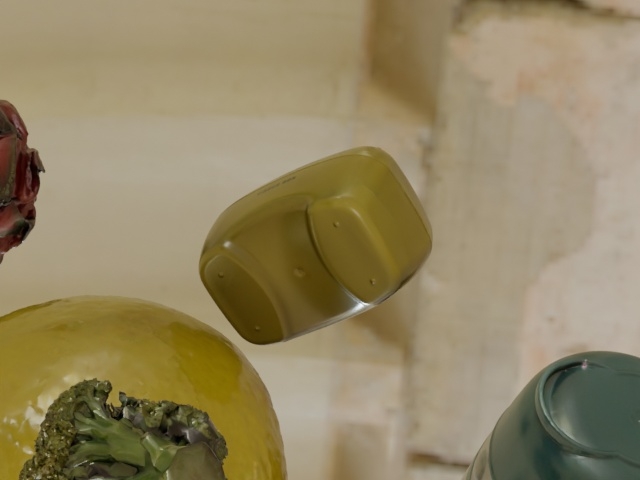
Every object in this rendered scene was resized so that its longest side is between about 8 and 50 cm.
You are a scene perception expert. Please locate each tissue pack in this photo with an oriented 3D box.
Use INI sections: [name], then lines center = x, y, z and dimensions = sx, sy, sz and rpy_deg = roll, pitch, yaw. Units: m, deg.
[tissue pack]
center = 0.000, 0.000, 1.550
dimensions = 0.123, 0.178, 0.127
rpy_deg = 58, -148, -14

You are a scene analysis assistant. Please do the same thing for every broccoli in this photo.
[broccoli]
center = -0.094, 0.138, 0.998
dimensions = 0.120, 0.130, 0.131
rpy_deg = -36, 35, 49

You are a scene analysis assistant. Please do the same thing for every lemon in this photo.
[lemon]
center = -0.190, 0.204, 1.545
dimensions = 0.348, 0.348, 0.348
rpy_deg = 5, -90, -87

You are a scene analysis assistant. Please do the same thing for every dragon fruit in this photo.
[dragon fruit]
center = -0.397, -0.097, 1.967
dimensions = 0.234, 0.234, 0.293
rpy_deg = -82, -9, -49

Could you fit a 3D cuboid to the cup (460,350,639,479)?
[cup]
center = 0.283, 0.249, 1.809
dimensions = 0.257, 0.290, 0.219
rpy_deg = 114, 169, -46
